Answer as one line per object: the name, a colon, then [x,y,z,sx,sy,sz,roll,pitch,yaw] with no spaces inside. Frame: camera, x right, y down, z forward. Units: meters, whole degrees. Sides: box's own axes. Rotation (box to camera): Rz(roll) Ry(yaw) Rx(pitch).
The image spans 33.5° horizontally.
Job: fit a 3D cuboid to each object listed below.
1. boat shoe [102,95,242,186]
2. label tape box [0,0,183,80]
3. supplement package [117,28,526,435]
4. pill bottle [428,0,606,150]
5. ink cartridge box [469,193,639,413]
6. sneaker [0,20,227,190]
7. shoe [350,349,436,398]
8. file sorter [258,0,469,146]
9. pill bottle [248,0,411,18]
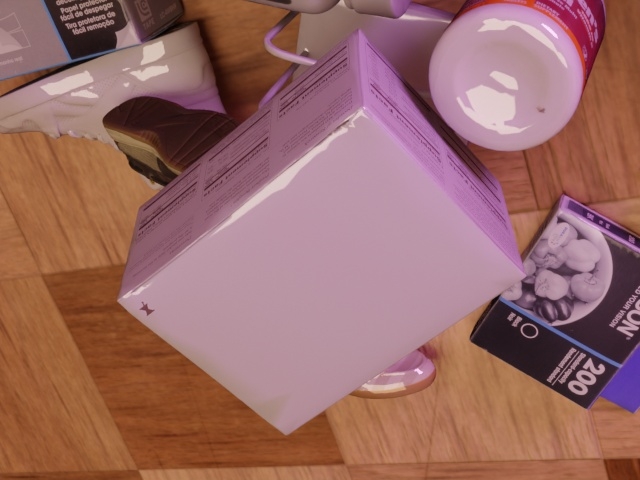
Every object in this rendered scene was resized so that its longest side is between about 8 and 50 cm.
boat shoe: [-0.129,-0.082,1.040,0.224,0.080,0.073,25,148,42]
label tape box: [-0.323,-0.346,1.070,0.249,0.115,0.347,-8,118,26]
supplement package: [0.000,0.000,0.892,0.262,0.145,0.204,-36,117,22]
pill bottle: [0.175,-0.173,0.901,0.121,0.221,0.121,11,124,17]
ink cartridge box: [0.294,0.082,1.121,0.208,0.045,0.206,28,126,3]
sneaker: [-0.234,-0.120,1.176,0.293,0.108,0.169,-12,112,27]
shoe: [0.027,0.134,1.244,0.219,0.076,0.058,6,127,21]
file sorter: [0.035,-0.081,1.048,0.193,0.173,0.277,17,125,11]
pill bottle: [-0.050,-0.295,0.957,0.283,0.161,0.161,15,124,13]
